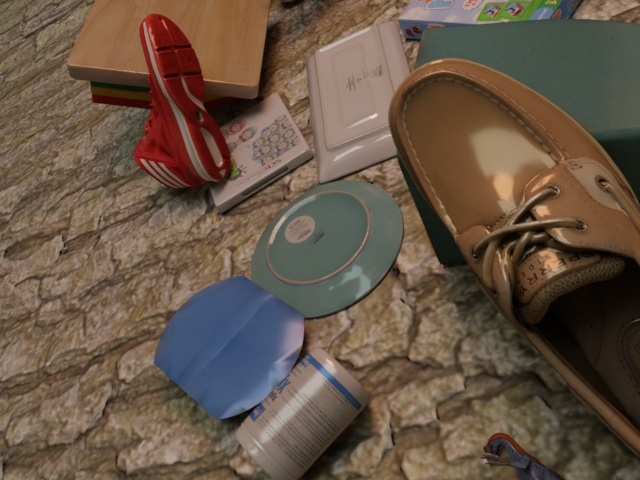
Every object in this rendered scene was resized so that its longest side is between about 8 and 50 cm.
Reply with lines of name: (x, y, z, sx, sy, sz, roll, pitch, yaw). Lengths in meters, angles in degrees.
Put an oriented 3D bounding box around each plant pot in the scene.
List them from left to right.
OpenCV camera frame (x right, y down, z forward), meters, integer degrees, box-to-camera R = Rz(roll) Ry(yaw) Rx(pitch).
plant pot: (0.213, -0.092, 0.580, 0.234, 0.166, 0.166, -3, 53, 26)

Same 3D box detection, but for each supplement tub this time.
supplement tub: (-0.015, 0.154, 0.575, 0.107, 0.071, 0.071, -45, 45, -10)

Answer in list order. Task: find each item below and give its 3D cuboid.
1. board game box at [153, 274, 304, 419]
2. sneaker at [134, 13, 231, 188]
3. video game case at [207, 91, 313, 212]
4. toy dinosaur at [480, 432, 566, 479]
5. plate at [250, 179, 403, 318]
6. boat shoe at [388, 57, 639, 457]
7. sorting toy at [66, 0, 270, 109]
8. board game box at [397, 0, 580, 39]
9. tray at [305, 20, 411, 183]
board game box: (-0.090, 0.113, 0.684, 0.168, 0.033, 0.133, 28, 67, 37)
sneaker: (-0.212, -0.168, 0.848, 0.128, 0.221, 0.087, -15, 7, 29)
video game case: (-0.096, -0.124, 0.889, 0.143, 0.019, 0.157, -32, 44, 5)
toy dinosaur: (0.159, 0.179, 0.488, 0.090, 0.047, 0.082, 1, 37, -10)
plate: (0.000, 0.000, 0.727, 0.188, 0.024, 0.188, -16, 49, 19)
boat shoe: (0.164, 0.006, 0.438, 0.341, 0.110, 0.121, 50, 115, 12)
sorting toy: (-0.212, -0.290, 0.984, 0.255, 0.089, 0.257, 6, 50, -4)
board game box: (0.228, -0.319, 0.841, 0.211, 0.039, 0.160, 21, 67, 41)
tray: (0.048, -0.198, 0.857, 0.145, 0.030, 0.270, -19, 47, 15)
